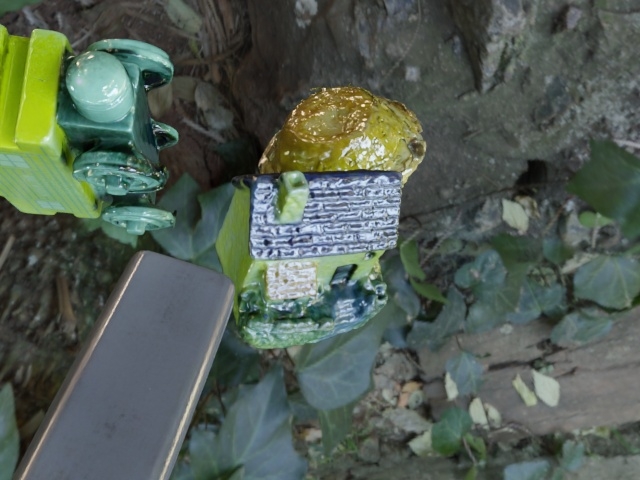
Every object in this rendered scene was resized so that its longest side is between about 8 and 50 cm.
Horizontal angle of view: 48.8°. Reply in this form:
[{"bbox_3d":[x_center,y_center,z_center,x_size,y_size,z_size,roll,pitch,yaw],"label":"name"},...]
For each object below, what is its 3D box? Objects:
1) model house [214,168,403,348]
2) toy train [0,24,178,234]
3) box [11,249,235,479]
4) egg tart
[{"bbox_3d":[0.000,0.000,0.807,0.194,0.170,0.211,-4,148,-21],"label":"model house"},{"bbox_3d":[-0.322,-0.127,0.902,0.272,0.179,0.442,5,168,-8],"label":"toy train"},{"bbox_3d":[-0.149,0.118,0.572,0.103,0.244,0.055,18,135,-2],"label":"box"},{"bbox_3d":[0.029,-0.166,1.158,0.294,0.295,0.116,-12,136,4],"label":"egg tart"}]
